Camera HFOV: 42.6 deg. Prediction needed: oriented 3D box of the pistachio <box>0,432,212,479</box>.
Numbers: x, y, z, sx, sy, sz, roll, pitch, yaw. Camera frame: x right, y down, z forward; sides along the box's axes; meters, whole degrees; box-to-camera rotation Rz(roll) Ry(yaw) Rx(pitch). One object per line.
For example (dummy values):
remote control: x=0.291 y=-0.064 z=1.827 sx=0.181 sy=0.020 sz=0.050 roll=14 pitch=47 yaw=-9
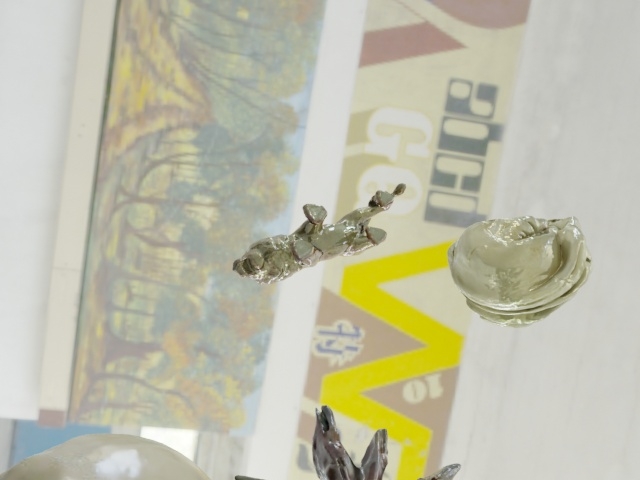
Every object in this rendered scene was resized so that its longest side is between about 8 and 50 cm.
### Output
pistachio: x=-0.193 y=0.317 z=0.828 sx=0.207 sy=0.332 sz=0.226 roll=-1 pitch=-135 yaw=50

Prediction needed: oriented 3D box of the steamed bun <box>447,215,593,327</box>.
steamed bun: x=0.401 y=0.067 z=1.632 sx=0.289 sy=0.276 sz=0.203 roll=35 pitch=44 yaw=-74

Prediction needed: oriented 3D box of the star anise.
star anise: x=0.040 y=0.297 z=0.842 sx=0.088 sy=0.288 sz=0.288 roll=116 pitch=-23 yaw=-56

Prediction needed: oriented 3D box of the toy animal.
toy animal: x=0.000 y=0.000 z=1.365 sx=0.157 sy=0.312 sz=0.097 roll=-37 pitch=-108 yaw=55
